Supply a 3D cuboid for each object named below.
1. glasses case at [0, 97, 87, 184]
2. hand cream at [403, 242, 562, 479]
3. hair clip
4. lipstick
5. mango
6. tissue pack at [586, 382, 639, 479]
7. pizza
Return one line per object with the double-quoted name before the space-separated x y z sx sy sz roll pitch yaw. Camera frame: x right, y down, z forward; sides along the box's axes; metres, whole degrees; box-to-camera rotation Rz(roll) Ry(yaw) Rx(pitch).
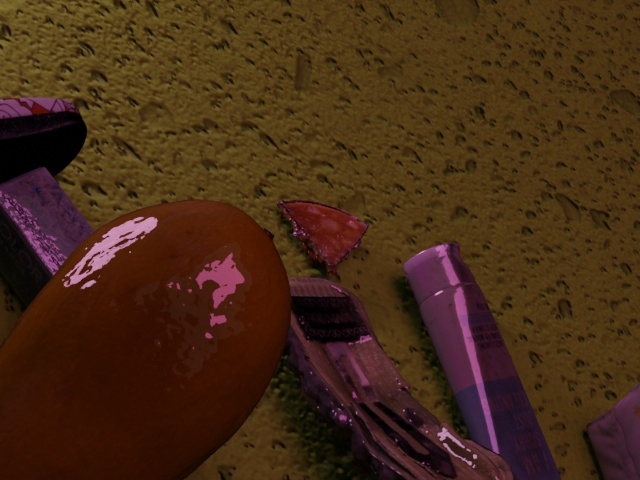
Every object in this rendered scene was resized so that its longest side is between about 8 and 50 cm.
"glasses case" -0.328 -0.075 1.327 0.267 0.103 0.067 -13 67 -45
"hand cream" 0.174 0.154 1.563 0.111 0.070 0.312 -5 64 -44
"hair clip" 0.049 0.167 1.421 0.138 0.091 0.321 -3 39 -39
"lipstick" -0.201 0.067 1.325 0.076 0.077 0.289 -32 80 -41
"mango" -0.154 0.108 1.206 0.195 0.142 0.331 36 78 6
"tissue pack" 0.418 0.276 1.608 0.185 0.124 0.225 6 53 -33
"pizza" -0.006 -0.012 1.590 0.099 0.029 0.100 33 39 1
